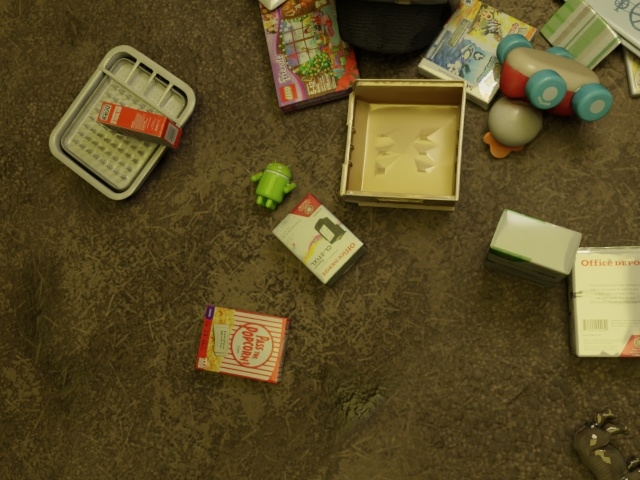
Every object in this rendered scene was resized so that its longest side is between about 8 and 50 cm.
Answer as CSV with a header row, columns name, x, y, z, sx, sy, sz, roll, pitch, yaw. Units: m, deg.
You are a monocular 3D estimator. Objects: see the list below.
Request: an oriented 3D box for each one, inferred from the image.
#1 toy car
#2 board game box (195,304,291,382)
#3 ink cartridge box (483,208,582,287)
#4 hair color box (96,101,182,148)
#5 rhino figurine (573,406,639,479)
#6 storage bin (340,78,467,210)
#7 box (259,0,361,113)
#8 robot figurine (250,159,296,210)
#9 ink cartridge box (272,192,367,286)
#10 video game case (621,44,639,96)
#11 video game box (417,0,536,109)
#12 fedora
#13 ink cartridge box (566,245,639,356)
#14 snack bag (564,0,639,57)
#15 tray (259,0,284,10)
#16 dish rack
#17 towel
name,x,y,z,sx,sy,sz,roll,pitch,yaw
toy car,0.449,-0.276,1.370,0.210,0.238,0.219,10,38,-17
board game box,-0.174,0.234,1.458,0.194,0.045,0.146,7,82,12
ink cartridge box,0.418,0.022,1.291,0.153,0.208,0.086,20,82,13
hair color box,-0.419,-0.268,1.494,0.167,0.093,0.053,15,84,13
rhino figurine,0.588,0.460,1.254,0.106,0.073,0.243,-29,78,2
storage bin,0.181,-0.210,1.420,0.261,0.123,0.262,4,82,12
box,-0.023,-0.468,1.536,0.201,0.057,0.293,-14,78,9
robot figurine,-0.109,-0.130,1.493,0.101,0.067,0.115,20,85,20
ink cartridge box,0.000,0.000,1.447,0.175,0.072,0.127,44,91,15
video game case,0.764,-0.433,1.389,0.207,0.026,0.226,-6,80,11
video game box,0.354,-0.429,1.461,0.187,0.048,0.205,32,88,12
fedora,0.153,-0.505,1.434,0.334,0.334,0.152,11,117,13
ink cartridge box,0.586,0.125,1.299,0.159,0.092,0.217,-1,82,11
snack bag,0.736,-0.567,1.391,0.342,0.037,0.323,-41,68,-3
tray,-0.055,-0.675,1.556,0.270,0.030,0.145,-38,59,-5
dish rack,-0.482,-0.286,1.593,0.286,0.072,0.332,35,89,14
towel,0.569,-0.449,1.405,0.152,0.023,0.113,56,133,15
